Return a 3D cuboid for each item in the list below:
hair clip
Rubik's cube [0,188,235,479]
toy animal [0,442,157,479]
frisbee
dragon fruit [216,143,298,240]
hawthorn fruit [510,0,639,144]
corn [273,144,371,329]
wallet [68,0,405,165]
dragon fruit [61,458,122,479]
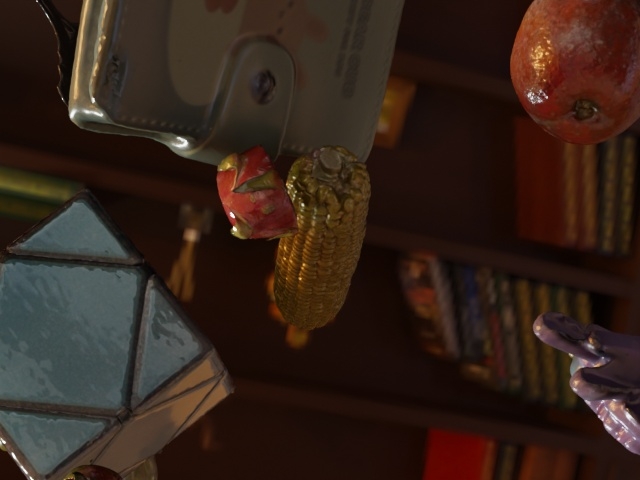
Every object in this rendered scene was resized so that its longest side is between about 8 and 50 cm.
[{"bbox_3d":[0.252,0.102,1.054,0.278,0.090,0.137,1,-133,-37],"label":"hair clip"},{"bbox_3d":[-0.225,0.110,1.437,0.205,0.205,0.207,50,170,13],"label":"Rubik's cube"},{"bbox_3d":[-0.261,0.238,1.740,0.180,0.363,0.181,9,-169,44],"label":"toy animal"},{"bbox_3d":[-0.272,-0.229,1.573,0.012,0.187,0.211,-25,-153,17],"label":"frisbee"},{"bbox_3d":[-0.056,-0.037,1.254,0.056,0.083,0.060,-21,176,-4],"label":"dragon fruit"},{"bbox_3d":[0.287,-0.191,1.649,0.173,0.173,0.173,12,-179,0],"label":"hawthorn fruit"},{"bbox_3d":[0.000,0.000,1.366,0.080,0.080,0.238,12,145,3],"label":"corn"},{"bbox_3d":[-0.060,-0.186,1.311,0.083,0.252,0.360,18,-173,41],"label":"wallet"},{"bbox_3d":[-0.169,0.222,1.048,0.175,0.142,0.138,14,-134,21],"label":"dragon fruit"}]
